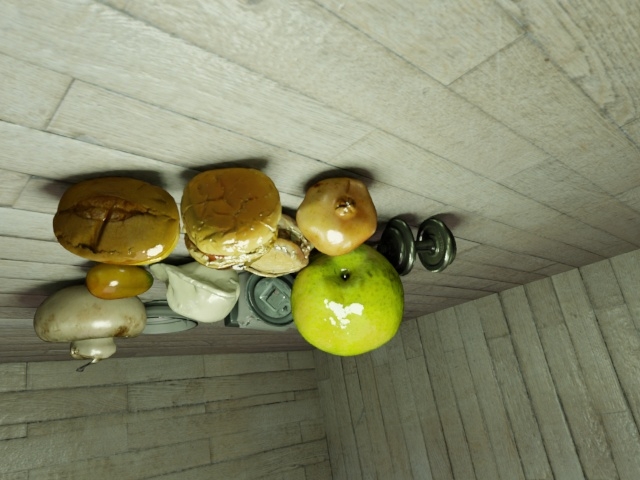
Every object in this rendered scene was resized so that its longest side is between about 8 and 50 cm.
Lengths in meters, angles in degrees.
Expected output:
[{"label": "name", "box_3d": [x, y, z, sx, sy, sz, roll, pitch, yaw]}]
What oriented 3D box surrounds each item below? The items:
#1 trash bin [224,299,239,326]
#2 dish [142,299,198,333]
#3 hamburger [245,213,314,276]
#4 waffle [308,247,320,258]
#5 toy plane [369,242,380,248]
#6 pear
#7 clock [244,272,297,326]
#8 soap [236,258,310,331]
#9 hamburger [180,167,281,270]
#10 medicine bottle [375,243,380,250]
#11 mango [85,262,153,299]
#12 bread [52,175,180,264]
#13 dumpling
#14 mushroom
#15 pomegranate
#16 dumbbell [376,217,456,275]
[{"label": "trash bin", "box_3d": [-0.301, 0.297, 2.095, 0.236, 0.176, 0.101, 7, 155, -30]}, {"label": "dish", "box_3d": [-0.699, 0.329, 2.094, 0.316, 0.106, 0.316, -6, 159, -3]}, {"label": "hamburger", "box_3d": [-0.160, 0.014, 1.399, 0.286, 0.146, 0.243, 10, 151, -18]}, {"label": "waffle", "box_3d": [-0.010, 0.003, 1.593, 0.329, 0.062, 0.329, -10, 160, -3]}, {"label": "toy plane", "box_3d": [0.129, 0.076, 1.755, 0.244, 0.092, 0.229, 14, 134, -15]}, {"label": "pear", "box_3d": [0.088, 0.176, 1.496, 0.391, 0.391, 0.391, -9, 160, -3]}, {"label": "clock", "box_3d": [-0.159, 0.196, 1.694, 0.226, 0.226, 0.049, -18, -170, 22]}, {"label": "soap", "box_3d": [-0.093, 0.235, 1.965, 0.350, 0.213, 0.435, -21, 157, 20]}, {"label": "hamburger", "box_3d": [-0.210, -0.057, 1.106, 0.244, 0.244, 0.163, -7, 160, -9]}, {"label": "medicine bottle", "box_3d": [0.199, 0.053, 1.842, 0.092, 0.061, 0.221, -25, 176, -46]}, {"label": "mango", "box_3d": [-0.655, 0.133, 1.553, 0.151, 0.120, 0.221, -15, 165, 22]}, {"label": "bread", "box_3d": [-0.447, -0.040, 1.066, 0.270, 0.195, 0.142, 7, 165, -4]}, {"label": "dumpling", "box_3d": [-0.446, 0.151, 1.668, 0.315, 0.233, 0.395, 32, 160, -15]}, {"label": "mushroom", "box_3d": [-0.800, 0.304, 1.671, 0.362, 0.294, 0.362, -4, 169, -1]}, {"label": "pomegranate", "box_3d": [0.043, -0.061, 1.238, 0.209, 0.209, 0.209, -9, 160, -3]}, {"label": "dumbbell", "box_3d": [0.322, 0.019, 1.602, 0.290, 0.192, 0.192, -3, 159, -21]}]
